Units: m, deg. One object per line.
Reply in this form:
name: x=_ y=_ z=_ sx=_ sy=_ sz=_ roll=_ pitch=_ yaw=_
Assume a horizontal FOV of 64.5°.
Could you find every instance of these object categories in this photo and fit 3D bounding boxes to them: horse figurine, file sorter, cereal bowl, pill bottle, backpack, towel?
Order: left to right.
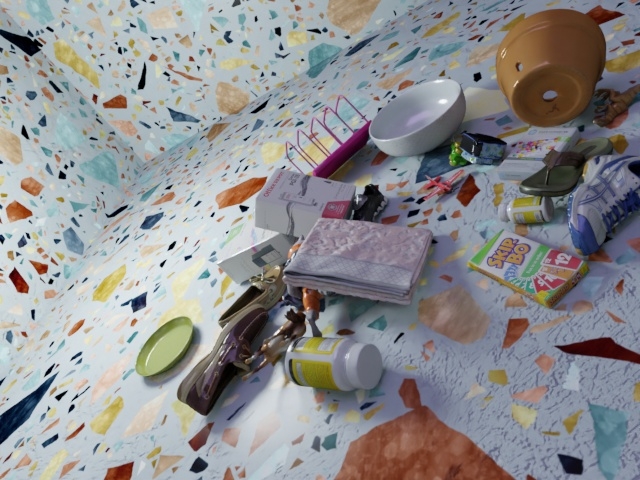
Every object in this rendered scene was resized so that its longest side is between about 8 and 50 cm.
horse figurine: x=-0.108 y=0.258 z=1.302 sx=0.263 sy=0.066 sz=0.174 roll=-48 pitch=-10 yaw=29
file sorter: x=0.025 y=-0.376 z=1.926 sx=0.291 sy=0.182 sz=0.202 roll=-42 pitch=-6 yaw=-9
pill bottle: x=0.030 y=0.285 z=1.172 sx=0.209 sy=0.119 sz=0.119 roll=-7 pitch=42 yaw=40
towel: x=0.104 y=0.035 z=1.321 sx=0.332 sy=0.053 sz=0.317 roll=8 pitch=31 yaw=17
cereal bowl: x=0.349 y=-0.402 z=1.756 sx=0.339 sy=0.141 sz=0.338 roll=-26 pitch=32 yaw=18
backpack: x=0.477 y=-0.268 z=1.489 sx=0.115 sy=0.084 sz=0.105 roll=0 pitch=27 yaw=-18
pill bottle: x=0.499 y=-0.073 z=1.234 sx=0.117 sy=0.065 sz=0.065 roll=-4 pitch=44 yaw=41

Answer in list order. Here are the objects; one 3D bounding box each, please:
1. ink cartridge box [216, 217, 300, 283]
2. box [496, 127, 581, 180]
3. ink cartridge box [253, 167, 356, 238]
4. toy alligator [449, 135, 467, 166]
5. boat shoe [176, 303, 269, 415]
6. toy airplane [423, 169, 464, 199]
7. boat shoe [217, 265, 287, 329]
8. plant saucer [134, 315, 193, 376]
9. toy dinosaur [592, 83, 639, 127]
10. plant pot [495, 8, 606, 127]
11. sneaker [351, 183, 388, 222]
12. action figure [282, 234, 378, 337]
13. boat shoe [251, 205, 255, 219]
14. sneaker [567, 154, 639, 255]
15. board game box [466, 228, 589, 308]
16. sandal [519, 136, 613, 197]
ink cartridge box: x=-0.168 y=-0.009 z=1.748 sx=0.354 sy=0.119 sz=0.207 roll=-25 pitch=31 yaw=25
box: x=0.595 y=-0.236 z=1.385 sx=0.186 sy=0.038 sz=0.145 roll=-47 pitch=32 yaw=-18
ink cartridge box: x=-0.048 y=-0.110 z=1.624 sx=0.283 sy=0.117 sz=0.207 roll=14 pitch=39 yaw=9
toy alligator: x=0.439 y=-0.281 z=1.597 sx=0.052 sy=0.056 sz=0.189 roll=17 pitch=37 yaw=0
boat shoe: x=-0.241 y=0.331 z=1.412 sx=0.123 sy=0.123 sz=0.342 roll=28 pitch=59 yaw=25
toy airplane: x=0.361 y=-0.167 z=1.537 sx=0.151 sy=0.028 sz=0.151 roll=-25 pitch=32 yaw=17
boat shoe: x=-0.201 y=0.177 z=1.577 sx=0.105 sy=0.089 sz=0.285 roll=2 pitch=48 yaw=47
plant saucer: x=-0.515 y=0.359 z=1.700 sx=0.241 sy=0.037 sz=0.240 roll=-26 pitch=33 yaw=18
toy dinosaur: x=0.809 y=-0.380 z=1.358 sx=0.211 sy=0.064 sz=0.112 roll=-43 pitch=47 yaw=7
plant pot: x=0.634 y=-0.454 z=1.402 sx=0.291 sy=0.290 sz=0.203 roll=-14 pitch=41 yaw=34
sneaker: x=0.130 y=-0.088 z=1.586 sx=0.078 sy=0.106 sz=0.234 roll=-5 pitch=43 yaw=43
action figure: x=0.025 y=0.077 z=1.411 sx=0.341 sy=0.178 sz=0.330 roll=-42 pitch=41 yaw=-2
boat shoe: x=-0.129 y=-0.129 z=1.905 sx=0.303 sy=0.109 sz=0.094 roll=-23 pitch=35 yaw=17
sneaker: x=0.625 y=-0.090 z=1.087 sx=0.131 sy=0.111 sz=0.296 roll=-1 pitch=47 yaw=44
board game box: x=0.452 y=0.053 z=1.146 sx=0.124 sy=0.039 sz=0.259 roll=-41 pitch=28 yaw=-8
sandal: x=0.589 y=-0.192 z=1.233 sx=0.303 sy=0.086 sz=0.120 roll=-35 pitch=29 yaw=-23
